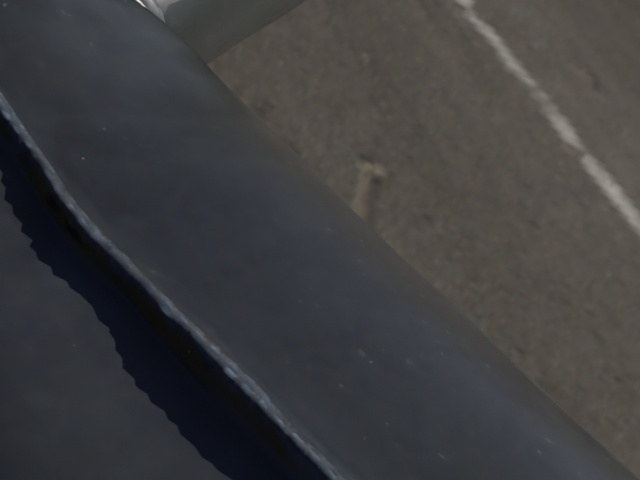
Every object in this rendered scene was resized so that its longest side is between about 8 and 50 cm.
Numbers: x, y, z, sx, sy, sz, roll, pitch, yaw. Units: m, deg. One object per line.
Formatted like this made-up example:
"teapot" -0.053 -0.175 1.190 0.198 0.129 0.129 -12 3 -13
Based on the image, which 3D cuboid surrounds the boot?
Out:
"boot" -0.002 0.001 0.456 0.367 0.146 0.445 -24 50 -30
